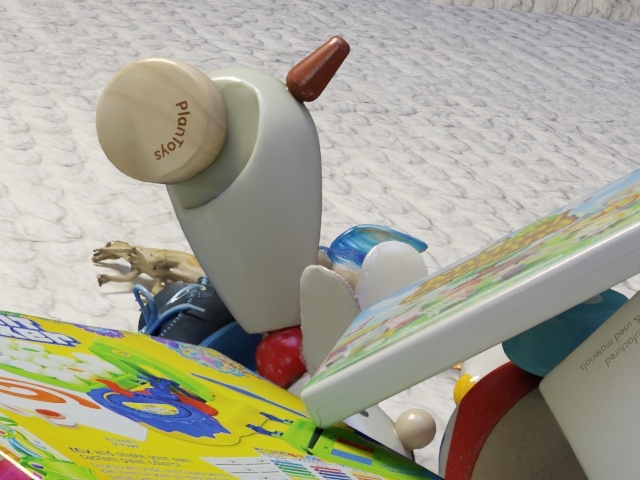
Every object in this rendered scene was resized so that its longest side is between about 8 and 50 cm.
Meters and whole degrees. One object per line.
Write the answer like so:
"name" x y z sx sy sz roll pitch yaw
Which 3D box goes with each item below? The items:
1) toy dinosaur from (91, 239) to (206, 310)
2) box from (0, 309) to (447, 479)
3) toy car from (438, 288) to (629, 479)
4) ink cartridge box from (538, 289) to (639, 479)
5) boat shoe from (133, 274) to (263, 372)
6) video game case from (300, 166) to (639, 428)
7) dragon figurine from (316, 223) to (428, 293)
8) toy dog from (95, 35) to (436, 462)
"toy dinosaur" -0.132 0.025 1.254 0.183 0.053 0.093 17 19 22
"box" -0.074 0.155 0.585 0.279 0.177 0.290 25 6 39
"toy car" 0.138 0.107 0.897 0.210 0.219 0.238 0 18 -26
"ink cartridge box" 0.262 0.180 0.614 0.207 0.119 0.353 20 34 -42
"boat shoe" -0.099 0.081 1.055 0.089 0.109 0.258 24 5 7
"video game case" 0.100 0.016 0.715 0.212 0.023 0.193 -28 3 12
"dragon figurine" 0.041 0.035 1.244 0.289 0.085 0.144 16 16 9
"toy dog" 0.000 0.000 0.957 0.161 0.333 0.220 -30 12 17
